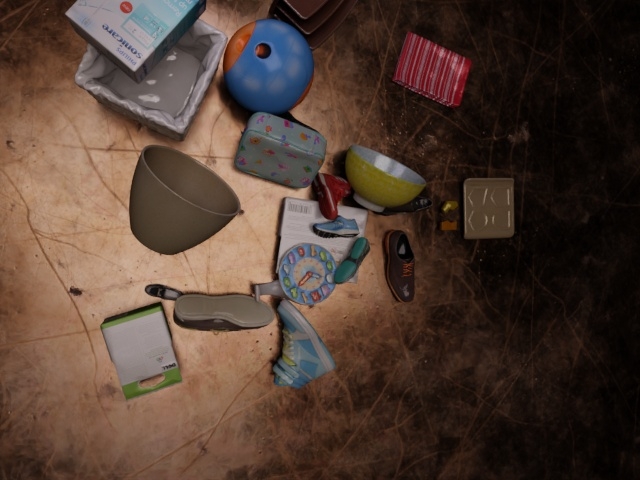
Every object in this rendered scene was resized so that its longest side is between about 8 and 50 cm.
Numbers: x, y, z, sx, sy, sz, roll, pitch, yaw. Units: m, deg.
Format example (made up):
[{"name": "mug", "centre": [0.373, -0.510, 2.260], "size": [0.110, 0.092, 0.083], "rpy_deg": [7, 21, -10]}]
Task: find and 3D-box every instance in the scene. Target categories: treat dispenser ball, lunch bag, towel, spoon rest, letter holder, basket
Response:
[{"name": "treat dispenser ball", "centre": [-0.161, -0.539, 1.675], "size": [0.288, 0.288, 0.288], "rpy_deg": [0, 91, -15]}, {"name": "lunch bag", "centre": [-0.135, -0.285, 1.729], "size": [0.279, 0.224, 0.108], "rpy_deg": [18, 56, -13]}, {"name": "towel", "centre": [0.414, -0.622, 1.957], "size": [0.274, 0.031, 0.199], "rpy_deg": [19, 86, -14]}, {"name": "spoon rest", "centre": [-0.103, 0.161, 1.823], "size": [0.276, 0.084, 0.137], "rpy_deg": [-3, 93, -28]}, {"name": "letter holder", "centre": [0.012, -0.826, 1.788], "size": [0.214, 0.152, 0.302], "rpy_deg": [40, 81, -14]}, {"name": "basket", "centre": [-0.497, -0.512, 1.601], "size": [0.331, 0.266, 0.328], "rpy_deg": [25, 85, -14]}]

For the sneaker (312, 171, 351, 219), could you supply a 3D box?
[{"name": "sneaker", "centre": [0.058, -0.155, 1.796], "size": [0.128, 0.087, 0.221], "rpy_deg": [1, 47, -20]}]

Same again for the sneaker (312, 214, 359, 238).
[{"name": "sneaker", "centre": [0.050, -0.049, 1.800], "size": [0.162, 0.063, 0.073], "rpy_deg": [1, 73, -19]}]

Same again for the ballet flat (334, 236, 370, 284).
[{"name": "ballet flat", "centre": [0.114, 0.078, 1.805], "size": [0.070, 0.070, 0.188], "rpy_deg": [38, 78, -12]}]

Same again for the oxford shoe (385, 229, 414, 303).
[{"name": "oxford shoe", "centre": [0.291, 0.097, 1.902], "size": [0.096, 0.098, 0.271], "rpy_deg": [-14, 94, -14]}]

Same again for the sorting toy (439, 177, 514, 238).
[{"name": "sorting toy", "centre": [0.588, -0.120, 2.010], "size": [0.307, 0.041, 0.229], "rpy_deg": [-2, 96, -14]}]

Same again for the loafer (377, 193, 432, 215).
[{"name": "loafer", "centre": [0.303, -0.136, 1.911], "size": [0.220, 0.078, 0.080], "rpy_deg": [-9, 93, -14]}]

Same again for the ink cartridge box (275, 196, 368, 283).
[{"name": "ink cartridge box", "centre": [0.000, 0.000, 1.842], "size": [0.296, 0.066, 0.261], "rpy_deg": [9, 89, -14]}]

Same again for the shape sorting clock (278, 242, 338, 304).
[{"name": "shape sorting clock", "centre": [-0.038, 0.111, 1.775], "size": [0.206, 0.040, 0.206], "rpy_deg": [0, 90, -18]}]

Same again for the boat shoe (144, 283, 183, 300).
[{"name": "boat shoe", "centre": [-0.506, 0.170, 1.728], "size": [0.125, 0.038, 0.046], "rpy_deg": [19, 86, -14]}]

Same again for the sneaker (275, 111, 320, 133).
[{"name": "sneaker", "centre": [-0.106, -0.359, 1.799], "size": [0.234, 0.097, 0.084], "rpy_deg": [35, 41, 7]}]

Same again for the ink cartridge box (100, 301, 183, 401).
[{"name": "ink cartridge box", "centre": [-0.560, 0.348, 1.690], "size": [0.188, 0.097, 0.255], "rpy_deg": [-17, 97, -14]}]

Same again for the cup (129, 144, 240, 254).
[{"name": "cup", "centre": [-0.446, -0.097, 1.625], "size": [0.331, 0.331, 0.237], "rpy_deg": [35, 109, -13]}]

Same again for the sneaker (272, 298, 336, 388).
[{"name": "sneaker", "centre": [-0.101, 0.365, 1.773], "size": [0.208, 0.127, 0.319], "rpy_deg": [-35, 110, -11]}]

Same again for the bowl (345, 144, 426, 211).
[{"name": "bowl", "centre": [0.194, -0.191, 1.805], "size": [0.289, 0.289, 0.156], "rpy_deg": [22, 111, -14]}]

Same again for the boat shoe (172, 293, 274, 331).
[{"name": "boat shoe", "centre": [-0.317, 0.248, 1.750], "size": [0.324, 0.097, 0.117], "rpy_deg": [6, 49, -18]}]

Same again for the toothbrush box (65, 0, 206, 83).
[{"name": "toothbrush box", "centre": [-0.476, -0.604, 1.409], "size": [0.216, 0.126, 0.295], "rpy_deg": [41, 82, -11]}]
